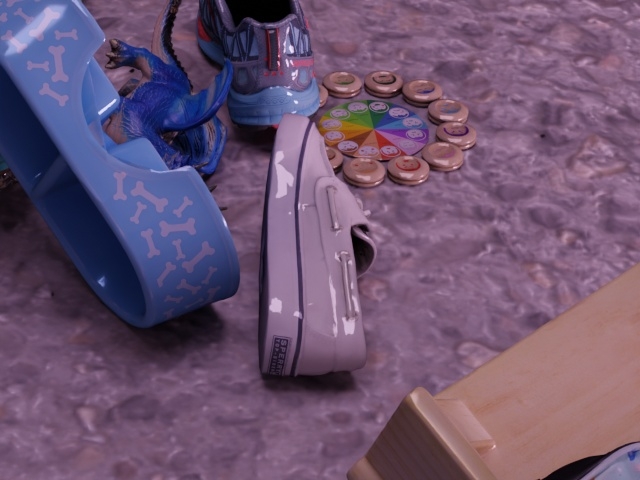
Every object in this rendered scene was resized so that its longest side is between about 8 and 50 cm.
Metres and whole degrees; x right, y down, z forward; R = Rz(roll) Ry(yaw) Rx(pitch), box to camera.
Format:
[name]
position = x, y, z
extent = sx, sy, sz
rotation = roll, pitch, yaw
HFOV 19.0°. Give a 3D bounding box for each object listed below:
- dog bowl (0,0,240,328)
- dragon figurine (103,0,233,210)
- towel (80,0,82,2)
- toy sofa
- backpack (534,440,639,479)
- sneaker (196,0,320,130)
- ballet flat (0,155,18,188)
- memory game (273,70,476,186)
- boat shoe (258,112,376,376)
[dog bowl]
position = -0.176, -0.064, 1.425
extent = 0.074, 0.166, 0.297
rotation = -33, 90, -23
[dragon figurine]
position = -0.119, -0.108, 1.614
extent = 0.144, 0.085, 0.289
rotation = 14, 42, 11
[towel]
position = -0.361, -0.214, 1.782
extent = 0.272, 0.040, 0.370
rotation = 3, 38, 0
[toy sofa]
position = 0.197, 0.119, 1.293
extent = 0.363, 0.177, 0.150
rotation = -29, 72, -32
[backpack]
position = 0.165, 0.254, 1.011
extent = 0.225, 0.191, 0.253
rotation = -28, 88, -30
[sneaker]
position = -0.052, -0.207, 1.713
extent = 0.104, 0.125, 0.262
rotation = -9, 33, -11
[ballet flat]
position = -0.428, -0.043, 1.459
extent = 0.483, 0.164, 0.182
rotation = -22, 12, -38
[memory game]
position = 0.046, -0.102, 1.686
extent = 0.186, 0.012, 0.186
rotation = 3, 36, -2
[boat shoe]
position = 0.000, 0.000, 1.475
extent = 0.088, 0.096, 0.267
rotation = 6, 37, -5
